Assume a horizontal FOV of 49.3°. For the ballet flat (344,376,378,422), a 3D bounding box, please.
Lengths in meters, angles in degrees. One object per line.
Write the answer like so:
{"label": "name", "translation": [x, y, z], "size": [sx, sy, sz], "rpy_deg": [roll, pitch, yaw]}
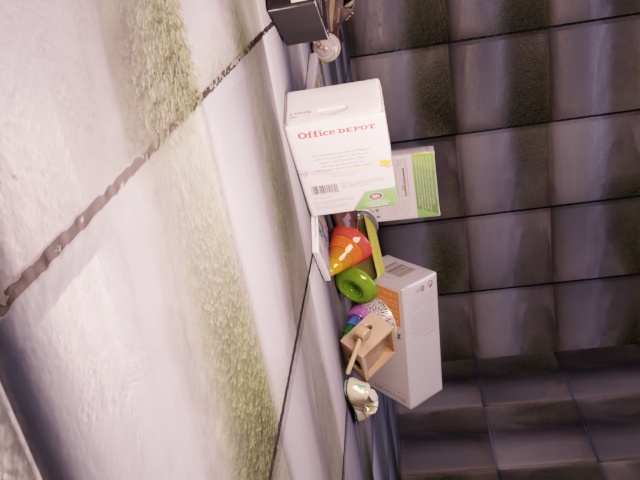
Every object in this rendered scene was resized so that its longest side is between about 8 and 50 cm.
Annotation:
{"label": "ballet flat", "translation": [0.121, 0.444, 1.916], "size": [0.248, 0.086, 0.086], "rpy_deg": [71, 15, -59]}

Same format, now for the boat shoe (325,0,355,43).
{"label": "boat shoe", "translation": [0.051, -0.752, 2.254], "size": [0.355, 0.130, 0.132], "rpy_deg": [62, 23, -69]}

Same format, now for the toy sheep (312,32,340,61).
{"label": "toy sheep", "translation": [0.016, -0.561, 2.022], "size": [0.132, 0.091, 0.091], "rpy_deg": [-41, 125, -64]}

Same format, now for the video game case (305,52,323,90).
{"label": "video game case", "translation": [-0.006, -0.368, 1.898], "size": [0.227, 0.026, 0.206], "rpy_deg": [-88, 168, -51]}

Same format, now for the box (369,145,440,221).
{"label": "box", "translation": [0.214, -0.173, 2.240], "size": [0.058, 0.322, 0.232], "rpy_deg": [-78, 160, -58]}

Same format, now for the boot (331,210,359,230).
{"label": "boot", "translation": [0.062, -0.125, 1.891], "size": [0.248, 0.090, 0.207], "rpy_deg": [-53, 129, -62]}

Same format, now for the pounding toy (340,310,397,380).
{"label": "pounding toy", "translation": [0.104, 0.274, 1.851], "size": [0.094, 0.181, 0.206], "rpy_deg": [34, -27, 34]}

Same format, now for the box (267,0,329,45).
{"label": "box", "translation": [-0.055, -0.561, 1.427], "size": [0.184, 0.103, 0.261], "rpy_deg": [27, 56, -77]}

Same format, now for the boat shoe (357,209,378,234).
{"label": "boat shoe", "translation": [0.137, 0.012, 2.294], "size": [0.319, 0.116, 0.099], "rpy_deg": [81, 3, -55]}

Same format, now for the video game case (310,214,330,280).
{"label": "video game case", "translation": [0.000, 0.000, 1.651], "size": [0.157, 0.019, 0.143], "rpy_deg": [68, 17, -60]}

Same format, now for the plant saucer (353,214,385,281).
{"label": "plant saucer", "translation": [0.118, 0.050, 1.949], "size": [0.188, 0.045, 0.188], "rpy_deg": [135, -51, -56]}

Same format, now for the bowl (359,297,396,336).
{"label": "bowl", "translation": [0.158, 0.272, 2.241], "size": [0.170, 0.080, 0.170], "rpy_deg": [32, -47, 42]}

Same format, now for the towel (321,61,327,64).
{"label": "towel", "translation": [-0.008, -0.666, 2.154], "size": [0.237, 0.021, 0.102], "rpy_deg": [73, 13, -53]}

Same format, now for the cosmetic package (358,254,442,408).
{"label": "cosmetic package", "translation": [0.263, 0.303, 2.332], "size": [0.230, 0.161, 0.453], "rpy_deg": [20, -55, 48]}

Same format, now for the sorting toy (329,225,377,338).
{"label": "sorting toy", "translation": [0.066, 0.134, 1.838], "size": [0.126, 0.127, 0.365], "rpy_deg": [-51, 146, -36]}

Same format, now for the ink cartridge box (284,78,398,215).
{"label": "ink cartridge box", "translation": [0.049, -0.193, 1.495], "size": [0.278, 0.201, 0.117], "rpy_deg": [73, 12, -50]}

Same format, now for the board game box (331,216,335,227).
{"label": "board game box", "translation": [0.053, -0.131, 2.040], "size": [0.141, 0.048, 0.170], "rpy_deg": [78, 9, -48]}
